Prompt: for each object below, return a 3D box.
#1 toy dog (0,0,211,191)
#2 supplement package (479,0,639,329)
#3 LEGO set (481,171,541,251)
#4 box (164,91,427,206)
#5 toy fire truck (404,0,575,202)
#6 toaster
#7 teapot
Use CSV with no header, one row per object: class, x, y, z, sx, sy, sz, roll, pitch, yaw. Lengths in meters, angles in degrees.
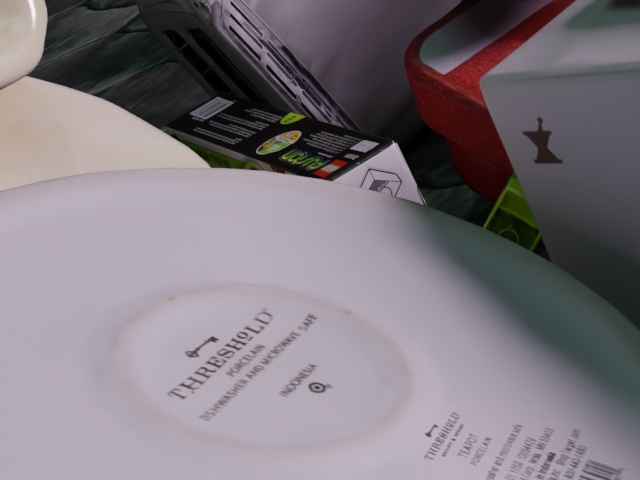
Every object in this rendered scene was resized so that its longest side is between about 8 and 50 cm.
toy dog,-0.252,0.049,0.717,0.408,0.284,0.395,-20,-9,30
supplement package,0.222,-0.047,0.542,0.177,0.175,0.293,2,33,48
LEGO set,0.090,0.010,0.660,0.227,0.087,0.093,-61,-3,14
box,0.000,0.000,0.795,0.036,0.114,0.207,-31,19,-15
toy fire truck,0.195,-0.105,0.805,0.302,0.169,0.254,-34,45,-20
toaster,0.003,-0.132,1.025,0.146,0.227,0.129,-49,24,-12
teapot,-0.024,0.106,0.467,0.256,0.187,0.252,-5,31,-23
